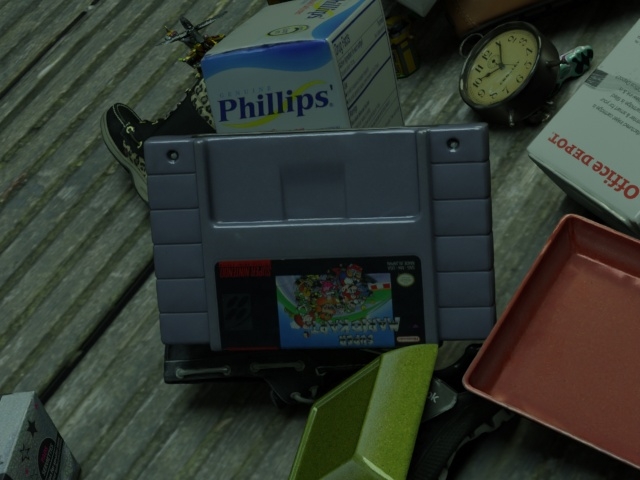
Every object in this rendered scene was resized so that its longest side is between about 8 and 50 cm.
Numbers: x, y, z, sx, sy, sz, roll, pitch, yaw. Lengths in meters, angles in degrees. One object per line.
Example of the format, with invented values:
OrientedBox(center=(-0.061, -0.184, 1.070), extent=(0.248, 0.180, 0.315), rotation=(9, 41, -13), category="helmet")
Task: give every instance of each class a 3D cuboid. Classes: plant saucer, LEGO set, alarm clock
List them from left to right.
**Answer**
OrientedBox(center=(-0.041, -0.283, 1.996), extent=(0.331, 0.192, 0.255), rotation=(-30, 40, -10), category="LEGO set")
OrientedBox(center=(0.029, 0.198, 1.455), extent=(0.188, 0.045, 0.188), rotation=(-40, 22, 43), category="plant saucer")
OrientedBox(center=(0.236, -0.221, 1.883), extent=(0.129, 0.064, 0.192), rotation=(-51, 41, 8), category="alarm clock")
OrientedBox(center=(0.309, 0.117, 1.463), extent=(0.259, 0.048, 0.258), rotation=(23, 55, 20), category="plant saucer")

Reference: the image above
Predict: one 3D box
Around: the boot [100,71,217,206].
OrientedBox(center=(-0.193, -0.156, 1.943), extent=(0.178, 0.085, 0.236), rotation=(-52, 44, 17), category="boot")

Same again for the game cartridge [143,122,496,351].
OrientedBox(center=(0.000, 0.000, 1.501), extent=(0.355, 0.230, 0.068), rotation=(-2, 7, 12), category="game cartridge")

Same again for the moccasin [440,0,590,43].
OrientedBox(center=(0.342, -0.391, 1.980), extent=(0.380, 0.147, 0.139), rotation=(-19, -2, 12), category="moccasin")

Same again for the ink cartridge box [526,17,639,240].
OrientedBox(center=(0.397, -0.134, 1.636), extent=(0.273, 0.114, 0.197), rotation=(-48, 43, 1), category="ink cartridge box")

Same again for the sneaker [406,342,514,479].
OrientedBox(center=(0.106, 0.187, 1.470), extent=(0.234, 0.106, 0.078), rotation=(-40, 42, -22), category="sneaker")

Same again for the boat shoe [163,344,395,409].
OrientedBox(center=(-0.028, 0.135, 1.600), extent=(0.301, 0.108, 0.102), rotation=(5, 78, 10), category="boat shoe")

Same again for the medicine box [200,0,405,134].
OrientedBox(center=(-0.001, -0.111, 1.653), extent=(0.149, 0.289, 0.263), rotation=(-7, 18, 16), category="medicine box")

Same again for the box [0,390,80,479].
OrientedBox(center=(-0.372, 0.295, 1.527), extent=(0.163, 0.142, 0.247), rotation=(-7, 42, 16), category="box")

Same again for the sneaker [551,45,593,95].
OrientedBox(center=(0.303, -0.233, 1.911), extent=(0.098, 0.038, 0.069), rotation=(-35, 42, -17), category="sneaker")

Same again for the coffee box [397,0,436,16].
OrientedBox(center=(0.115, -0.447, 2.011), extent=(0.168, 0.119, 0.297), rotation=(-54, 23, 17), category="coffee box")
